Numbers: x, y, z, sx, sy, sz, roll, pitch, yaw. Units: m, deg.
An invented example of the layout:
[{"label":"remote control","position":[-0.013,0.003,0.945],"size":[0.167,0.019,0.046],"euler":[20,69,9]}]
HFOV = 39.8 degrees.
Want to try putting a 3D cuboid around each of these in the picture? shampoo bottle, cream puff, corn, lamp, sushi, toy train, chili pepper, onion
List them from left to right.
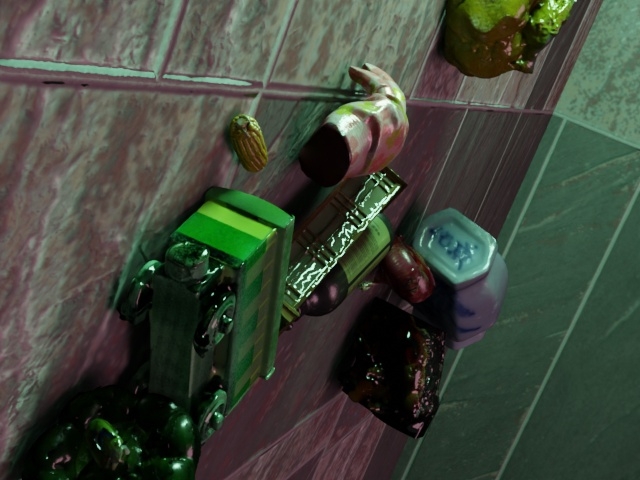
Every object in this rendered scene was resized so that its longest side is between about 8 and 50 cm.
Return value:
[{"label":"chili pepper","position":[-0.201,0.230,0.901],"size":[0.165,0.174,0.261],"euler":[-52,164,-40]},{"label":"toy train","position":[-0.130,0.094,1.009],"size":[0.202,0.120,0.301],"euler":[-50,158,-45]},{"label":"corn","position":[-0.080,-0.107,0.998],"size":[0.037,0.037,0.092],"euler":[-58,163,-17]},{"label":"lamp","position":[0.000,0.000,1.236],"size":[0.325,0.090,0.089],"euler":[-49,-179,-39]},{"label":"shampoo bottle","position":[0.010,0.045,1.345],"size":[0.284,0.101,0.101],"euler":[-43,153,-47]},{"label":"onion","position":[0.143,0.071,1.745],"size":[0.140,0.150,0.150],"euler":[-34,160,1]},{"label":"sushi","position":[0.159,0.268,1.874],"size":[0.227,0.215,0.212],"euler":[-63,162,0]},{"label":"cream puff","position":[0.333,-0.398,1.502],"size":[0.282,0.185,0.282],"euler":[-48,154,-32]}]

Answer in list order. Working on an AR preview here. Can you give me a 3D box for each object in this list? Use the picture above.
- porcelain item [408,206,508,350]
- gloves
[{"label":"porcelain item","position":[0.294,0.090,1.955],"size":[0.178,0.242,0.405],"euler":[-44,157,-15]},{"label":"gloves","position":[0.065,-0.154,1.207],"size":[0.241,0.126,0.145],"euler":[-34,144,-45]}]
